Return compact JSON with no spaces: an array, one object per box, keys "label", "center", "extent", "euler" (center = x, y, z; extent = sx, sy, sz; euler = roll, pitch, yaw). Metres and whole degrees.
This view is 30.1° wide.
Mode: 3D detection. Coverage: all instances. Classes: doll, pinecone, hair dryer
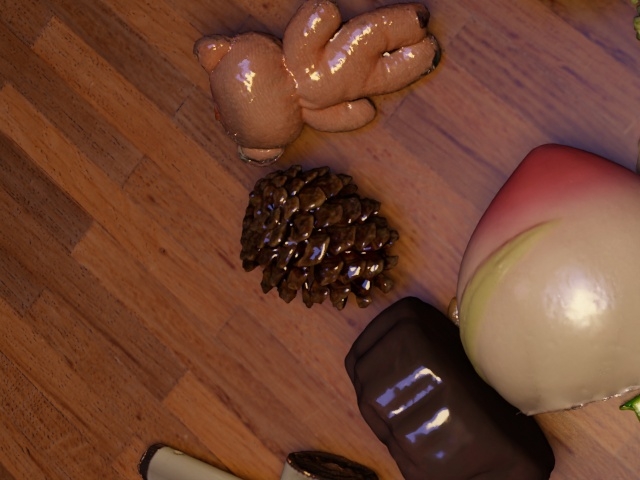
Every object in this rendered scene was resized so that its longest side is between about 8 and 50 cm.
[{"label":"doll","center":[-0.002,-0.231,1.549],"extent":[0.303,0.156,0.201],"euler":[-21,123,-1]},{"label":"pinecone","center":[-0.002,-0.005,1.517],"extent":[0.205,0.179,0.184],"euler":[14,69,-23]},{"label":"hair dryer","center":[-0.108,0.352,1.590],"extent":[0.362,0.128,0.203],"euler":[17,97,26]}]

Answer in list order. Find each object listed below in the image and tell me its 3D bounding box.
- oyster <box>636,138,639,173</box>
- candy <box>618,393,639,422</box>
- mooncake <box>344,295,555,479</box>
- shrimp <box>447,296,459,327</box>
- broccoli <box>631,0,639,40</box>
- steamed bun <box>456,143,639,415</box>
[{"label":"oyster","center":[0.531,-0.124,1.339],"extent":[0.355,0.107,0.201],"euler":[-18,60,18]},{"label":"candy","center":[0.458,0.191,1.426],"extent":[0.178,0.032,0.102],"euler":[-37,82,14]},{"label":"mooncake","center":[0.143,0.207,1.409],"extent":[0.141,0.283,0.283],"euler":[-41,77,11]},{"label":"shrimp","center":[0.196,0.080,1.525],"extent":[0.059,0.023,0.108],"euler":[24,97,27]},{"label":"broccoli","center":[0.450,-0.290,1.321],"extent":[0.263,0.247,0.243],"euler":[-44,68,33]},{"label":"steamed bun","center":[0.288,0.030,1.347],"extent":[0.309,0.309,0.309],"euler":[0,90,20]}]
